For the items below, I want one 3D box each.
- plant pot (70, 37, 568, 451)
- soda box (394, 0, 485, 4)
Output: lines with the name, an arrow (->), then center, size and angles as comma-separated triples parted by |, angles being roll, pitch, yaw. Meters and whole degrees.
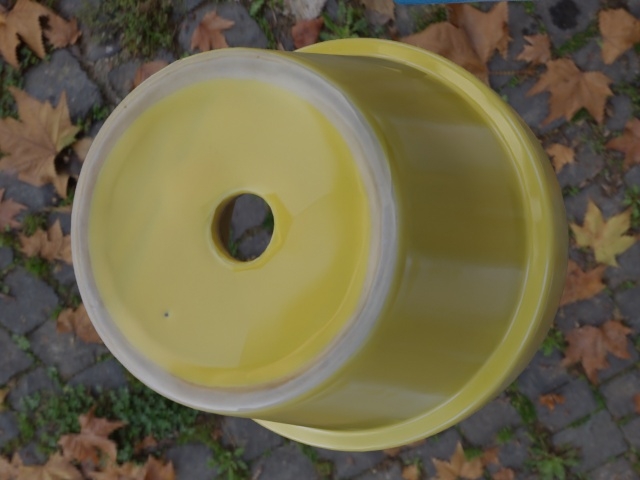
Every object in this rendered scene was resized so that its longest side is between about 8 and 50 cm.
plant pot -> 0.000, 0.000, 0.500 | 0.254, 0.239, 0.253 | -1, 88, 20
soda box -> 0.028, -0.111, 0.246 | 0.071, 0.210, 0.067 | 5, 99, 20
